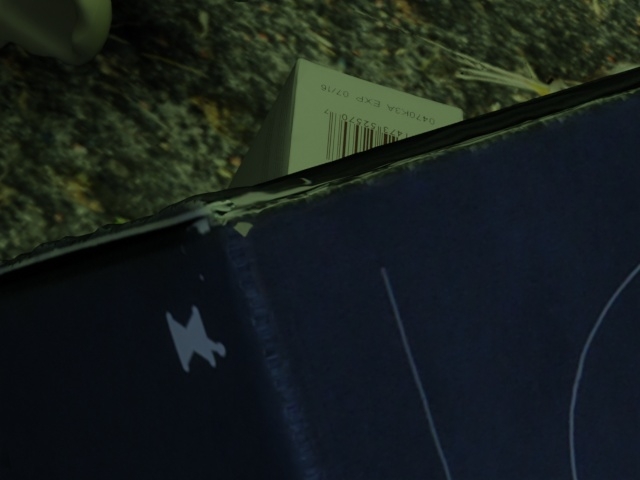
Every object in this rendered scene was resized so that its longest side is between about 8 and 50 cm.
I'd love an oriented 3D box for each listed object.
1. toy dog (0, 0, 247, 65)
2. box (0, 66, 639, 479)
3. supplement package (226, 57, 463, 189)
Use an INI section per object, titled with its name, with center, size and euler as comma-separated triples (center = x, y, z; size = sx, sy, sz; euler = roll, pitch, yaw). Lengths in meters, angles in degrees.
[toy dog]
center = -0.146, -0.294, 1.045
size = 0.395, 0.284, 0.408
euler = 46, 58, 1
[box]
center = 0.142, 0.172, 0.773
size = 0.471, 0.297, 0.480
euler = -18, 92, -37
[supplement package]
center = 0.000, 0.000, 1.021
size = 0.105, 0.179, 0.105
euler = 16, 51, -15
